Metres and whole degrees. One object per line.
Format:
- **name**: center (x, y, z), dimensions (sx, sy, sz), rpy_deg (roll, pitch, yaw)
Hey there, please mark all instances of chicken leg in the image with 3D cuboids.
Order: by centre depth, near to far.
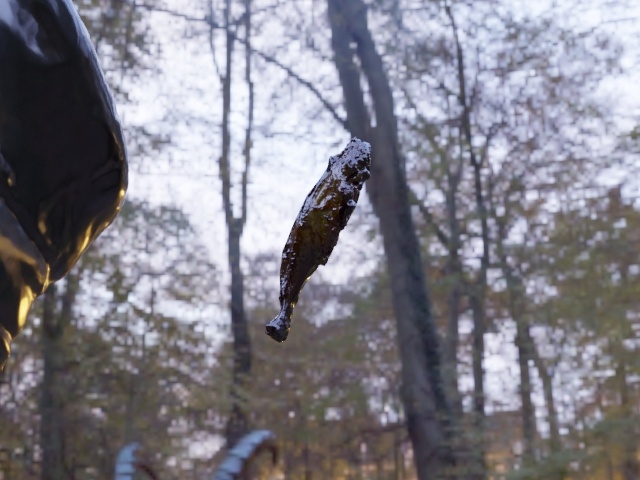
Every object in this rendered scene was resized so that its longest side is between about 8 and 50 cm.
- **chicken leg**: center (-0.001, -0.001, 0.781), dimensions (0.037, 0.145, 0.062), rpy_deg (25, 10, -15)

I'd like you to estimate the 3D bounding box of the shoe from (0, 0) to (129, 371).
- **shoe**: center (-0.246, -0.094, 0.664), dimensions (0.171, 0.237, 0.384), rpy_deg (12, -35, 28)
